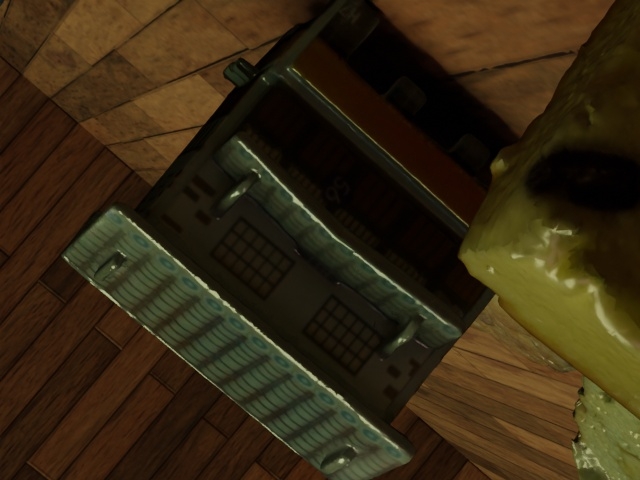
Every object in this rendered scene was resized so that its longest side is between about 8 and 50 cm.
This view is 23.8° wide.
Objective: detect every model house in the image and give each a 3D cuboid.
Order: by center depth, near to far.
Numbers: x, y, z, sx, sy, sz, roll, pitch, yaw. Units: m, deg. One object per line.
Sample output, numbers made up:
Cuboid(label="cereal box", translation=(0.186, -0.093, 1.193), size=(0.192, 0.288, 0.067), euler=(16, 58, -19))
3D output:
Cuboid(label="model house", translation=(0.000, 0.000, 0.913), size=(0.224, 0.215, 0.198), euler=(41, 174, -9))

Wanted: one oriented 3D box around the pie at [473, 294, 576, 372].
Cuboid(label="pie", translation=(0.113, 0.022, 1.111), size=(0.185, 0.052, 0.218), euler=(40, 175, -19))

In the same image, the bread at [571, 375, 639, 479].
Cuboid(label="bread", translation=(0.238, 0.137, 1.053), size=(0.128, 0.088, 0.232), euler=(42, 166, 19))

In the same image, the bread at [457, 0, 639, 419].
Cuboid(label="bread", translation=(0.216, 0.060, 0.487), size=(0.361, 0.138, 0.077), euler=(40, 171, -1))

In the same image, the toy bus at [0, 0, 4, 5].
Cuboid(label="toy bus", translation=(-0.224, -0.153, 0.818), size=(0.106, 0.297, 0.131), euler=(44, 178, -28))
